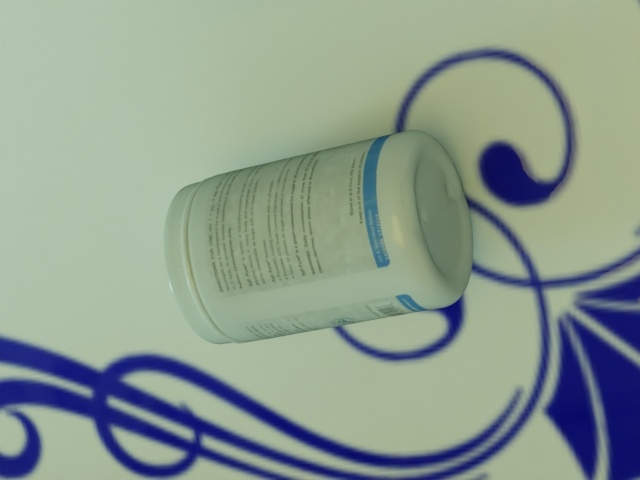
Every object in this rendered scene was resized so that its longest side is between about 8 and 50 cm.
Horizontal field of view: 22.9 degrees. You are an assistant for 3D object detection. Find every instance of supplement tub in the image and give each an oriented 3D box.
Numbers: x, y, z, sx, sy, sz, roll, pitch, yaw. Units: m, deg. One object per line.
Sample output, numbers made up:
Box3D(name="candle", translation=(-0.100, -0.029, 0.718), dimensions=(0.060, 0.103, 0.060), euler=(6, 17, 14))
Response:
Box3D(name="supplement tub", translation=(0.000, 0.000, 0.626), dimensions=(0.107, 0.071, 0.071), euler=(-11, 101, 25))
